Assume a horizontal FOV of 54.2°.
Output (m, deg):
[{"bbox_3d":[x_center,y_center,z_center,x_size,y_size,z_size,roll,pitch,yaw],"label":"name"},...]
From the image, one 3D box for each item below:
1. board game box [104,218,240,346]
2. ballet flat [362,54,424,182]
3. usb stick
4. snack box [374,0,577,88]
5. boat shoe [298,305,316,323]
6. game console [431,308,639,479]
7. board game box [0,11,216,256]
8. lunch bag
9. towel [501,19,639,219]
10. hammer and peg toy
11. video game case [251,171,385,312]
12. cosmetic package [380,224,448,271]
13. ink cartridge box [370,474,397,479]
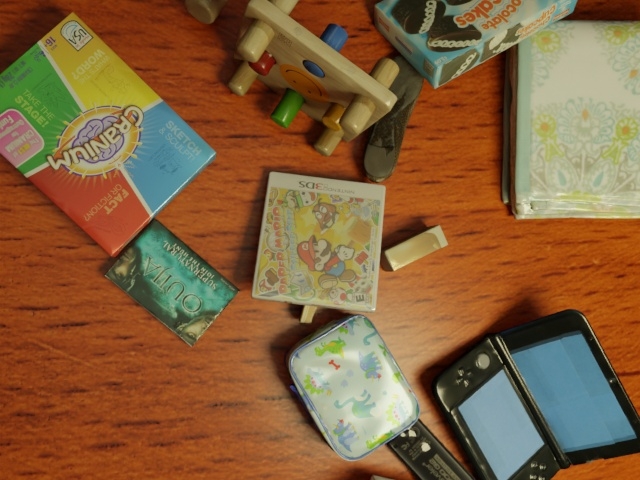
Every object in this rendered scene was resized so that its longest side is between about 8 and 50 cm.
[{"bbox_3d":[-0.246,0.071,1.048,0.186,0.026,0.126,41,79,-8],"label":"board game box"},{"bbox_3d":[0.130,-0.220,1.137,0.084,0.058,0.250,12,78,10],"label":"ballet flat"},{"bbox_3d":[0.227,0.429,1.127,0.077,0.045,0.278,-43,97,-5],"label":"usb stick"},{"bbox_3d":[0.281,-0.420,1.132,0.322,0.060,0.187,-31,65,-12],"label":"snack box"},{"bbox_3d":[0.015,0.071,1.087,0.059,0.063,0.170,25,82,-4],"label":"boat shoe"},{"bbox_3d":[0.384,0.306,1.096,0.250,0.173,0.293,-31,94,-26],"label":"game console"},{"bbox_3d":[-0.366,-0.167,1.013,0.316,0.064,0.242,44,79,-7],"label":"board game box"},{"bbox_3d":[0.048,0.247,1.066,0.176,0.090,0.219,-30,89,-12],"label":"lunch bag"},{"bbox_3d":[0.510,-0.223,1.173,0.320,0.090,0.374,1,91,0],"label":"towel"},{"bbox_3d":[-0.065,-0.288,0.983,0.361,0.266,0.127,34,81,-10],"label":"hammer and peg toy"},{"bbox_3d":[0.000,0.000,1.062,0.206,0.026,0.227,7,72,-1],"label":"video game case"},{"bbox_3d":[0.163,0.014,1.125,0.115,0.060,0.041,-25,93,-11],"label":"cosmetic package"},{"bbox_3d":[0.194,0.534,1.046,0.278,0.117,0.201,15,98,-6],"label":"ink cartridge box"}]
